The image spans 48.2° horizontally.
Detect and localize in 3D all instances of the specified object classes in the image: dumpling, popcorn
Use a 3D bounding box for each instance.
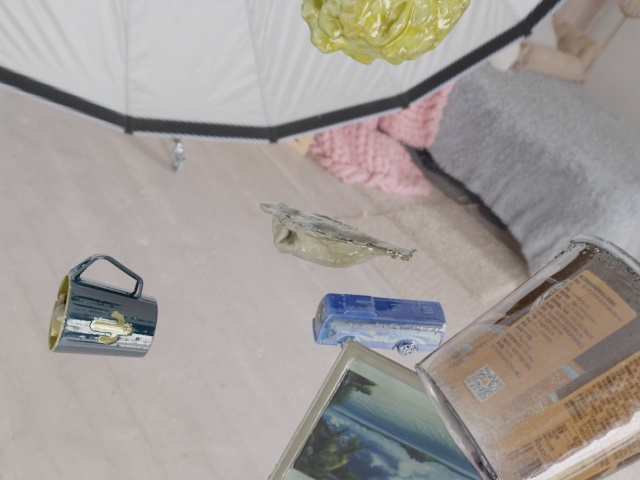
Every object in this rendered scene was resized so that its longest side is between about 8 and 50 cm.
[{"bbox_3d":[0.001,0.003,1.332,0.332,0.086,0.166,17,14,24],"label":"dumpling"},{"bbox_3d":[0.089,-0.332,0.943,0.181,0.235,0.217,47,18,-25],"label":"popcorn"}]

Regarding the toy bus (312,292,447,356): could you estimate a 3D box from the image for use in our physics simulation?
[{"bbox_3d":[0.107,0.147,1.296,0.236,0.094,0.079,6,31,-11],"label":"toy bus"}]

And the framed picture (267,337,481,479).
[{"bbox_3d":[0.118,0.292,0.932,0.314,0.232,0.024,27,12,-6],"label":"framed picture"}]

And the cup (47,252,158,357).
[{"bbox_3d":[-0.361,0.115,1.212,0.155,0.177,0.131,16,1,-28],"label":"cup"}]

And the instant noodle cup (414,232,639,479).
[{"bbox_3d":[0.218,0.136,0.667,0.207,0.217,0.217,-31,53,-4],"label":"instant noodle cup"}]
